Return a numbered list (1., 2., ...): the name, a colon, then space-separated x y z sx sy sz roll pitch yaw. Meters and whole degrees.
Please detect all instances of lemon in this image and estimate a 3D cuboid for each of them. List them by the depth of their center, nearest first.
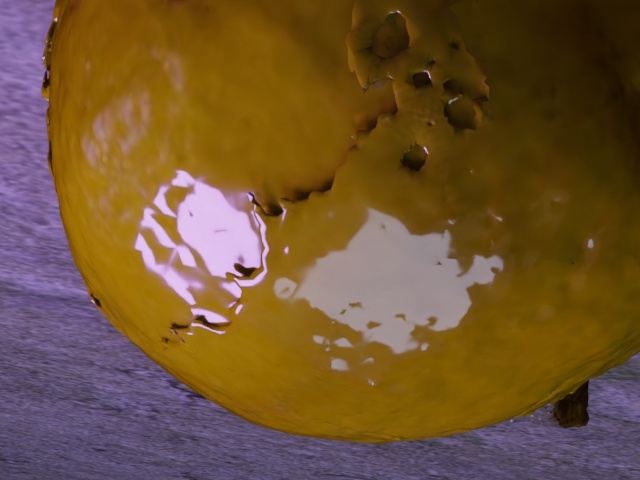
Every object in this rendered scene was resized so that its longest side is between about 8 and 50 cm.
1. lemon: 0.033 -0.059 0.633 0.297 0.297 0.297 7 162 2

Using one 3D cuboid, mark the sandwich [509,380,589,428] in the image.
1. sandwich: 0.111 0.118 1.452 0.251 0.087 0.226 2 160 17
